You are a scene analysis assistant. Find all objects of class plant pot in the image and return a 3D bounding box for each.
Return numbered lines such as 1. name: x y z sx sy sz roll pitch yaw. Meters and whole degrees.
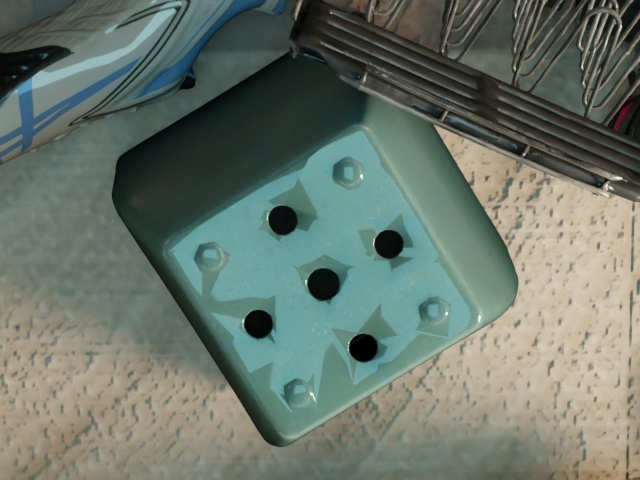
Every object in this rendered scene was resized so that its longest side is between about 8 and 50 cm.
1. plant pot: 0.000 0.000 0.799 0.166 0.234 0.165 -32 99 3

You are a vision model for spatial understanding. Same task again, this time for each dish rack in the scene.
1. dish rack: 0.089 -0.118 0.773 0.208 0.271 0.074 22 118 -4

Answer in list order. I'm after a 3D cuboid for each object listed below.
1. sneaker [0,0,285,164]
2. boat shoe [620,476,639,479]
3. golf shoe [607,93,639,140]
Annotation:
1. sneaker: -0.123 -0.089 0.861 0.237 0.085 0.086 -33 125 10
2. boat shoe: 0.085 0.234 0.893 0.341 0.127 0.158 -7 108 10
3. golf shoe: 0.256 -0.128 0.844 0.105 0.120 0.272 28 96 -4
